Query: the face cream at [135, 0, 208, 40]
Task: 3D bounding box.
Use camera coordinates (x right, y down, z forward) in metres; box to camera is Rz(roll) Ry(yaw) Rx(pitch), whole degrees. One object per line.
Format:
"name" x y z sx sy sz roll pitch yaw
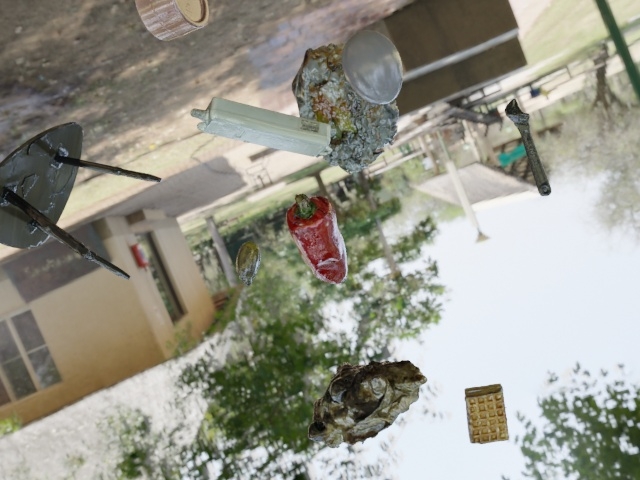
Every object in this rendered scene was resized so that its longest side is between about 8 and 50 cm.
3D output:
"face cream" -0.348 -0.558 1.569 0.104 0.149 0.149 -11 -172 25

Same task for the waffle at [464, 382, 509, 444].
"waffle" 0.414 0.435 1.666 0.103 0.147 0.042 -10 -163 2

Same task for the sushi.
"sushi" 0.073 -0.412 2.048 0.176 0.417 0.417 -29 -173 -26

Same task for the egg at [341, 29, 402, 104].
"egg" 0.132 -0.438 1.689 0.147 0.198 0.146 -18 167 -4

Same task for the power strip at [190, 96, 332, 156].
"power strip" -0.131 -0.258 1.526 0.339 0.058 0.098 10 165 -21

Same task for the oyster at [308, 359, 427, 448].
"oyster" 0.101 0.392 1.616 0.096 0.221 0.361 25 153 -36

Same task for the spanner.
"spanner" 0.418 -0.186 1.337 0.046 0.208 0.012 -17 175 -5

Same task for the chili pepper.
"chili pepper" 0.000 0.000 1.480 0.110 0.110 0.387 -22 142 1

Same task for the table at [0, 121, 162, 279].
"table" -0.521 -0.052 1.408 0.317 0.249 0.317 -60 170 -17

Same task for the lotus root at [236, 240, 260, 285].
"lotus root" -0.159 0.050 1.457 0.049 0.099 0.054 5 167 5
